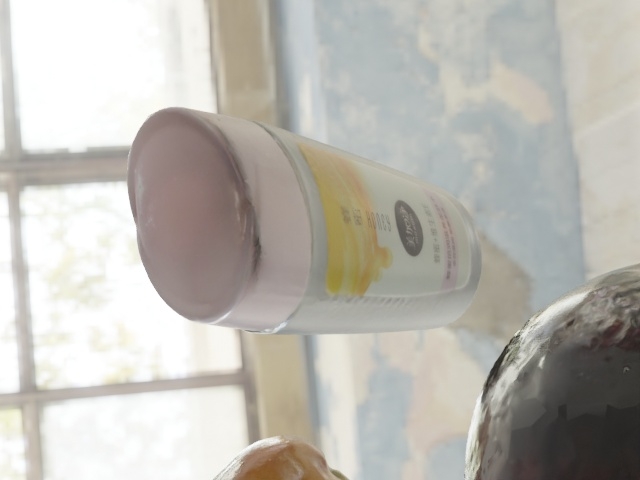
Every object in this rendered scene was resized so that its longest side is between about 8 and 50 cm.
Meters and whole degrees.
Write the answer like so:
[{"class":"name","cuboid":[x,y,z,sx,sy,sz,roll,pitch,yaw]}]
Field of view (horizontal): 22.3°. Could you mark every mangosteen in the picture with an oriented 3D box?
[{"class":"mangosteen","cuboid":[0.115,0.077,0.467,0.152,0.152,0.153,177,-90,-72]}]

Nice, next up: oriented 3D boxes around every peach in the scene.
[{"class":"peach","cuboid":[-0.021,0.205,1.095,0.138,0.138,0.138,177,-90,-72]}]

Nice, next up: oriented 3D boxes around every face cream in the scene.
[{"class":"face cream","cuboid":[0.000,0.000,0.852,0.073,0.269,0.107,-23,-106,25]}]
